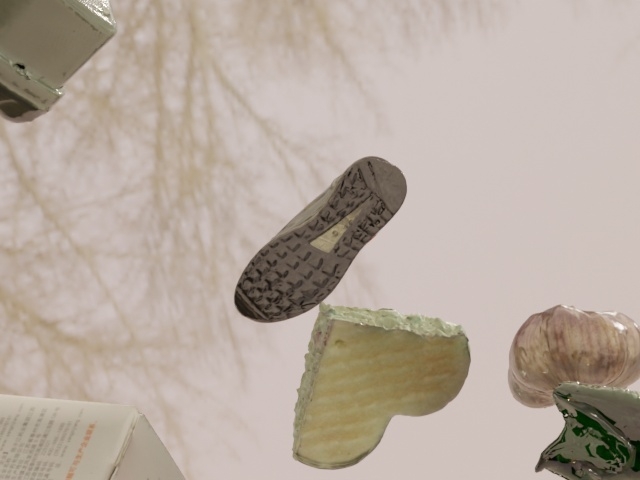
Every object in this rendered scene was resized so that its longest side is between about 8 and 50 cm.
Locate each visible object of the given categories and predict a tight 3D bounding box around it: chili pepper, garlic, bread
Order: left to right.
[{"bbox_3d":[0.043,0.139,1.694,0.232,0.172,0.064,-36,-159,8],"label":"bread"},{"bbox_3d":[0.272,0.119,1.701,0.147,0.159,0.102,9,-115,-26],"label":"garlic"},{"bbox_3d":[0.268,0.153,1.194,0.224,0.098,0.061,-4,-168,20],"label":"chili pepper"}]

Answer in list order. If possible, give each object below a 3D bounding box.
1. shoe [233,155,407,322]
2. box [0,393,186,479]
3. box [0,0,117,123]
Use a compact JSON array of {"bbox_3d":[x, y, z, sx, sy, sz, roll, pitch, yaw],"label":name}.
[{"bbox_3d":[-0.001,0.001,1.460,0.194,0.074,0.077,-45,-173,-1],"label":"shoe"},{"bbox_3d":[-0.264,0.223,1.342,0.299,0.200,0.106,1,-129,22],"label":"box"},{"bbox_3d":[-0.263,-0.214,1.317,0.129,0.148,0.210,-38,-136,17],"label":"box"}]
